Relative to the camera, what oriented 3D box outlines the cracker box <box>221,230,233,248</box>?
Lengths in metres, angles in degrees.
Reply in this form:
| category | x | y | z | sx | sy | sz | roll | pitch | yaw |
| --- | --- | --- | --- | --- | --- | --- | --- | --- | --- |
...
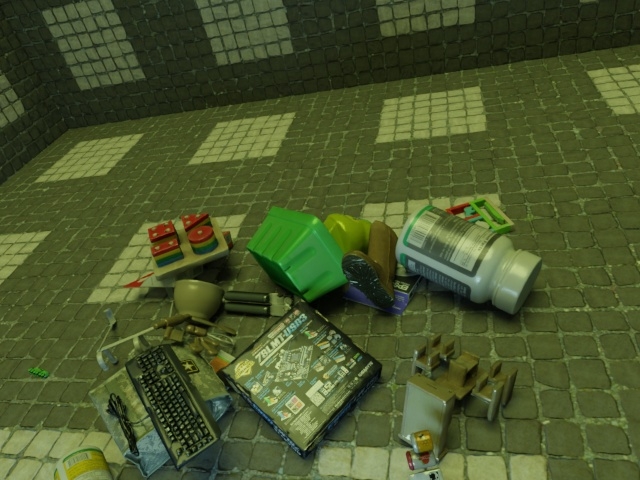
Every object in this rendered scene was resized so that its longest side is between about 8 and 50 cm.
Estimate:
| category | x | y | z | sx | sy | sz | roll | pitch | yaw |
| --- | --- | --- | --- | --- | --- | --- | --- | --- | --- |
| cracker box | -0.469 | 0.023 | 1.871 | 0.232 | 0.067 | 0.156 | -5 | 18 | 15 |

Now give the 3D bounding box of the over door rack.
| category | x | y | z | sx | sy | sz | roll | pitch | yaw |
| --- | --- | --- | --- | --- | --- | --- | --- | --- | --- |
| over door rack | -0.569 | 0.282 | 1.590 | 0.239 | 0.108 | 0.324 | -22 | 23 | -11 |

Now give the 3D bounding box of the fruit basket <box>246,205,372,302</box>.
| category | x | y | z | sx | sy | sz | roll | pitch | yaw |
| --- | --- | --- | --- | --- | --- | --- | --- | --- | --- |
| fruit basket | 0.000 | 0.000 | 1.572 | 0.392 | 0.283 | 0.392 | -29 | 24 | 14 |

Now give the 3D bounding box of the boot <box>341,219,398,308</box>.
| category | x | y | z | sx | sy | sz | roll | pitch | yaw |
| --- | --- | --- | --- | --- | --- | --- | --- | --- | --- |
| boot | 0.153 | 0.036 | 1.468 | 0.089 | 0.236 | 0.269 | -18 | 36 | 27 |

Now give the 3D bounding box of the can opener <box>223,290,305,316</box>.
| category | x | y | z | sx | sy | sz | roll | pitch | yaw |
| --- | --- | --- | --- | --- | --- | --- | --- | --- | --- |
| can opener | -0.174 | 0.200 | 1.582 | 0.280 | 0.074 | 0.093 | 0 | 5 | 17 |

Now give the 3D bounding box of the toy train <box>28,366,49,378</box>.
| category | x | y | z | sx | sy | sz | roll | pitch | yaw |
| --- | --- | --- | --- | --- | --- | --- | --- | --- | --- |
| toy train | -0.901 | 0.421 | 1.588 | 0.083 | 0.017 | 0.024 | 7 | 32 | 28 |

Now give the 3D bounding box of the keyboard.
| category | x | y | z | sx | sy | sz | roll | pitch | yaw |
| --- | --- | --- | --- | --- | --- | --- | --- | --- | --- |
| keyboard | -0.385 | 0.393 | 1.159 | 0.201 | 0.033 | 0.317 | -34 | 52 | -17 |

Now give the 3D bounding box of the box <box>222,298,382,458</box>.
| category | x | y | z | sx | sy | sz | roll | pitch | yaw |
| --- | --- | --- | --- | --- | --- | --- | --- | --- | --- |
| box | -0.045 | 0.338 | 1.271 | 0.293 | 0.073 | 0.295 | 34 | 58 | 27 |

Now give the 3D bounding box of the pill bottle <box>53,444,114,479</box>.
| category | x | y | z | sx | sy | sz | roll | pitch | yaw |
| --- | --- | --- | --- | --- | --- | --- | --- | --- | --- |
| pill bottle | -0.535 | 0.588 | 1.149 | 0.117 | 0.117 | 0.208 | -33 | 39 | -22 |

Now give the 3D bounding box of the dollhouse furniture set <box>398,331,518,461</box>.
| category | x | y | z | sx | sy | sz | roll | pitch | yaw |
| --- | --- | --- | --- | --- | --- | --- | --- | --- | --- |
| dollhouse furniture set | 0.301 | 0.364 | 1.160 | 0.212 | 0.161 | 0.242 | 21 | 28 | 39 |

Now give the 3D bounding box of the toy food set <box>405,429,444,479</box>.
| category | x | y | z | sx | sy | sz | roll | pitch | yaw |
| --- | --- | --- | --- | --- | --- | --- | --- | --- | --- |
| toy food set | 0.195 | 0.506 | 0.982 | 0.104 | 0.111 | 0.232 | -14 | 68 | 2 |

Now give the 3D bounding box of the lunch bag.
| category | x | y | z | sx | sy | sz | roll | pitch | yaw |
| --- | --- | --- | --- | --- | --- | --- | --- | --- | --- |
| lunch bag | -0.401 | 0.407 | 1.284 | 0.287 | 0.169 | 0.235 | -35 | 48 | -23 |

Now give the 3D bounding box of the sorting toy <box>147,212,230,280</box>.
| category | x | y | z | sx | sy | sz | roll | pitch | yaw |
| --- | --- | --- | --- | --- | --- | --- | --- | --- | --- |
| sorting toy | -0.473 | -0.003 | 1.735 | 0.255 | 0.089 | 0.257 | -21 | 33 | -11 |

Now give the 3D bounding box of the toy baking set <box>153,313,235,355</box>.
| category | x | y | z | sx | sy | sz | roll | pitch | yaw |
| --- | --- | --- | --- | --- | --- | --- | --- | --- | --- |
| toy baking set | -0.357 | 0.272 | 1.441 | 0.197 | 0.030 | 0.256 | 29 | 10 | 11 |

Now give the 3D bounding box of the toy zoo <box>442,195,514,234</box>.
| category | x | y | z | sx | sy | sz | roll | pitch | yaw |
| --- | --- | --- | --- | --- | --- | --- | --- | --- | --- |
| toy zoo | 0.475 | -0.051 | 1.691 | 0.293 | 0.030 | 0.192 | -17 | 36 | -3 |

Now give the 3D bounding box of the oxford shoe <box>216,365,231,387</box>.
| category | x | y | z | sx | sy | sz | roll | pitch | yaw |
| --- | --- | --- | --- | --- | --- | --- | --- | --- | --- |
| oxford shoe | -0.179 | 0.359 | 1.370 | 0.212 | 0.076 | 0.076 | -6 | 14 | -1 |

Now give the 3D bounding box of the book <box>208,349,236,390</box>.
| category | x | y | z | sx | sy | sz | roll | pitch | yaw |
| --- | --- | --- | --- | --- | --- | --- | --- | --- | --- |
| book | -0.291 | 0.387 | 1.397 | 0.096 | 0.035 | 0.144 | 17 | 48 | 32 |

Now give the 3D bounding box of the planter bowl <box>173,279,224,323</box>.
| category | x | y | z | sx | sy | sz | roll | pitch | yaw |
| --- | --- | --- | --- | --- | --- | --- | --- | --- | --- |
| planter bowl | -0.396 | 0.203 | 1.590 | 0.162 | 0.162 | 0.109 | -2 | 64 | 17 |

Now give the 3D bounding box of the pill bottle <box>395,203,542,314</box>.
| category | x | y | z | sx | sy | sz | roll | pitch | yaw |
| --- | --- | --- | --- | --- | --- | --- | --- | --- | --- |
| pill bottle | 0.413 | 0.052 | 1.408 | 0.361 | 0.204 | 0.204 | 29 | 54 | 29 |

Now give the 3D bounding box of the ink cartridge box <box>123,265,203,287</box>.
| category | x | y | z | sx | sy | sz | roll | pitch | yaw |
| --- | --- | --- | --- | --- | --- | --- | --- | --- | --- |
| ink cartridge box | -0.563 | 0.118 | 1.775 | 0.225 | 0.056 | 0.181 | 1 | 13 | 19 |

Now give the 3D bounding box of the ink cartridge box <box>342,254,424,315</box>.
| category | x | y | z | sx | sy | sz | roll | pitch | yaw |
| --- | --- | --- | --- | --- | --- | --- | --- | --- | --- |
| ink cartridge box | 0.202 | 0.124 | 1.550 | 0.206 | 0.045 | 0.208 | 14 | 46 | 32 |
